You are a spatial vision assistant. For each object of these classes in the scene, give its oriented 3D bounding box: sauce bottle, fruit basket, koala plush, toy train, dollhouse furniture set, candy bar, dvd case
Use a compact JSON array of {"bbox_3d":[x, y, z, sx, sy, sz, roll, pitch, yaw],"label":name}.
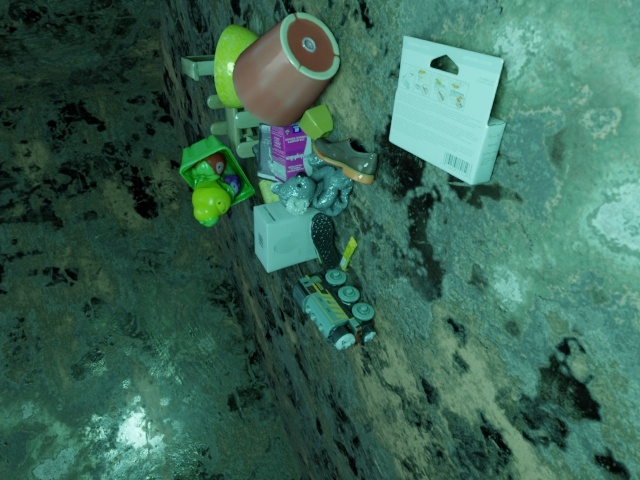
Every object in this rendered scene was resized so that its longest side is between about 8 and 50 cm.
[{"bbox_3d":[-0.203,-0.240,1.754,0.111,0.111,0.344,-24,84,64],"label":"sauce bottle"},{"bbox_3d":[-0.487,-0.252,1.981,0.392,0.283,0.392,63,179,1],"label":"fruit basket"},{"bbox_3d":[-0.038,-0.155,1.351,0.196,0.221,0.203,48,145,40],"label":"koala plush"},{"bbox_3d":[0.045,0.235,1.453,0.334,0.190,0.142,50,146,39],"label":"toy train"},{"bbox_3d":[-0.425,-0.585,1.821,0.362,0.257,0.394,43,141,47],"label":"dollhouse furniture set"},{"bbox_3d":[0.095,0.050,1.443,0.040,0.018,0.161,61,152,31],"label":"candy bar"},{"bbox_3d":[-0.174,-0.336,1.634,0.165,0.018,0.221,17,114,28],"label":"dvd case"}]

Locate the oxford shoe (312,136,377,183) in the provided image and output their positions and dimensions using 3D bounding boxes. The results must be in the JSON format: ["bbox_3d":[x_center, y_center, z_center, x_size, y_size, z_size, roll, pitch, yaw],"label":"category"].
[{"bbox_3d":[0.075,-0.262,1.239,0.271,0.097,0.098,40,122,39],"label":"oxford shoe"}]

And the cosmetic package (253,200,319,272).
[{"bbox_3d":[-0.124,-0.029,1.592,0.138,0.225,0.224,51,146,43],"label":"cosmetic package"}]

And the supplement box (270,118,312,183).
[{"bbox_3d":[-0.104,-0.324,1.507,0.114,0.111,0.220,37,137,50],"label":"supplement box"}]

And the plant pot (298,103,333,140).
[{"bbox_3d":[-0.006,-0.368,1.332,0.083,0.081,0.081,56,152,6],"label":"plant pot"}]

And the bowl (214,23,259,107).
[{"bbox_3d":[-0.251,-0.622,1.534,0.156,0.289,0.289,14,128,12],"label":"bowl"}]

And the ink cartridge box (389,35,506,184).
[{"bbox_3d":[0.261,-0.279,0.877,0.275,0.060,0.238,45,141,45],"label":"ink cartridge box"}]

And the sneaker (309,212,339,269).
[{"bbox_3d":[0.000,0.000,1.508,0.097,0.084,0.234,-132,26,-57],"label":"sneaker"}]

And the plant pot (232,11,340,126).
[{"bbox_3d":[-0.089,-0.508,1.231,0.243,0.275,0.274,-18,89,55],"label":"plant pot"}]
